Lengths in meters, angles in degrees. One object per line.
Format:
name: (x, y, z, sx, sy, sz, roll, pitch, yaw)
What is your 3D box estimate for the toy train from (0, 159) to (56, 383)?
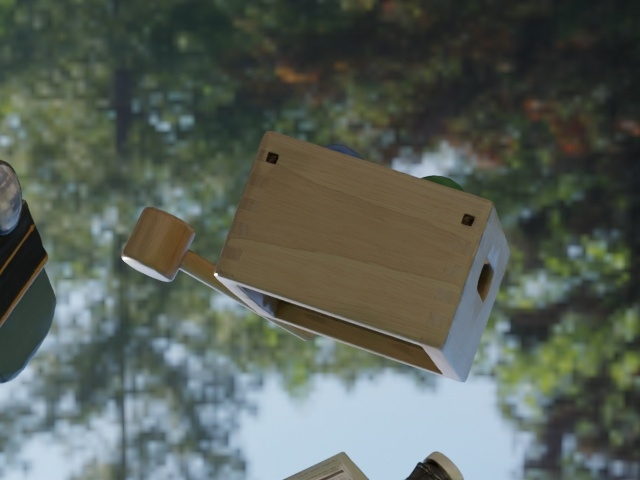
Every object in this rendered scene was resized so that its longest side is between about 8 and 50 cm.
toy train: (-0.348, 0.015, 1.390, 0.334, 0.190, 0.142, -4, -148, 22)

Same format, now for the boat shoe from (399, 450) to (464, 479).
boat shoe: (0.064, 0.182, 1.229, 0.038, 0.125, 0.046, -32, -119, -26)

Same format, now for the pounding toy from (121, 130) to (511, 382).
pounding toy: (-0.004, 0.000, 1.087, 0.206, 0.094, 0.181, 18, 172, 13)

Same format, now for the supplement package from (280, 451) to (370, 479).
supplement package: (-0.009, 0.334, 1.482, 0.204, 0.262, 0.145, -24, -151, -13)
